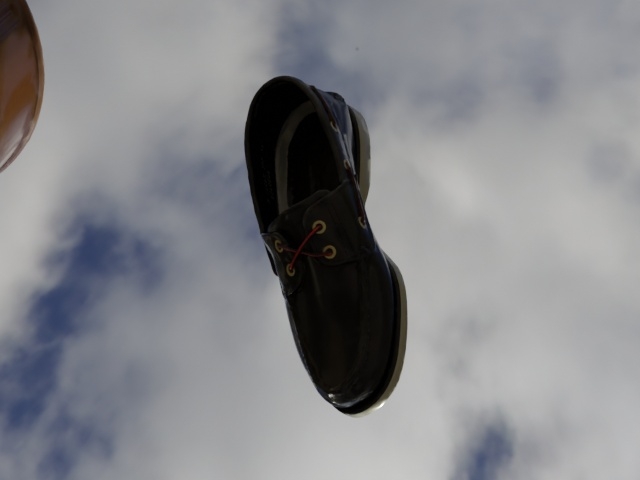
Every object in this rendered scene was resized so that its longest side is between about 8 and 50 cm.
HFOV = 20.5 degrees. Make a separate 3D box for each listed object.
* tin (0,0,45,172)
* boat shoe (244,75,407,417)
[{"bbox_3d":[-0.154,-0.089,0.517,0.106,0.040,0.190,-18,-68,22],"label":"tin"},{"bbox_3d":[-0.001,0.001,0.636,0.049,0.042,0.133,-28,-125,30],"label":"boat shoe"}]
